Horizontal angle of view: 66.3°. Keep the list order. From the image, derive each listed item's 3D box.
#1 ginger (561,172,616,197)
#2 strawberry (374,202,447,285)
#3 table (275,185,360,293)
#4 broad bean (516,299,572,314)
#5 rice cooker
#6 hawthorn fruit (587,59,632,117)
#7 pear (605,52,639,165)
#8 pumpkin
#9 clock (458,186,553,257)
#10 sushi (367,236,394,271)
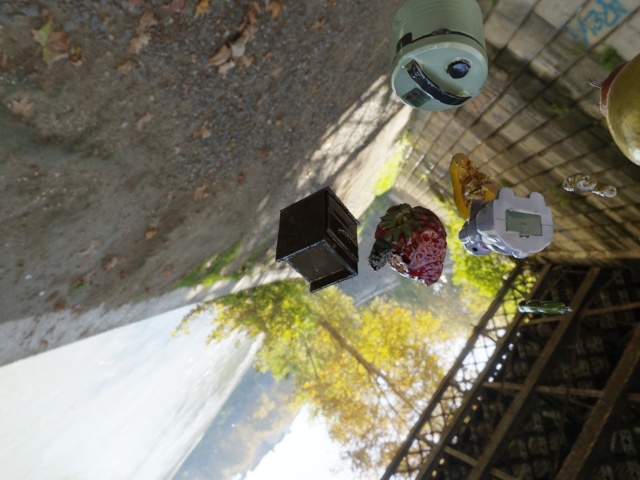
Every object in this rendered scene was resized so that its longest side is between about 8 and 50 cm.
[{"bbox_3d":[0.874,-0.184,1.598,0.165,0.096,0.067,21,-97,50],"label":"ginger"},{"bbox_3d":[0.400,0.031,2.015,0.317,0.345,0.295,10,-122,50],"label":"strawberry"},{"bbox_3d":[0.000,0.000,1.322,0.172,0.169,0.193,-24,-139,26],"label":"table"},{"bbox_3d":[0.684,0.210,1.545,0.254,0.065,0.047,145,-49,-79],"label":"broad bean"},{"bbox_3d":[0.263,-0.419,1.107,0.226,0.226,0.244,121,-27,-59],"label":"rice cooker"},{"bbox_3d":[0.948,-0.448,1.492,0.211,0.299,0.211,-18,124,-28],"label":"hawthorn fruit"},{"bbox_3d":[0.826,-0.311,1.136,0.314,0.314,0.314,-52,176,-5],"label":"pear"},{"bbox_3d":[0.580,-0.184,1.739,0.190,0.281,0.139,-6,-170,41],"label":"pumpkin"},{"bbox_3d":[0.470,-0.032,1.326,0.189,0.189,0.254,-51,-172,-15],"label":"clock"},{"bbox_3d":[0.184,0.051,1.549,0.085,0.056,0.083,-51,159,-27],"label":"sushi"}]
